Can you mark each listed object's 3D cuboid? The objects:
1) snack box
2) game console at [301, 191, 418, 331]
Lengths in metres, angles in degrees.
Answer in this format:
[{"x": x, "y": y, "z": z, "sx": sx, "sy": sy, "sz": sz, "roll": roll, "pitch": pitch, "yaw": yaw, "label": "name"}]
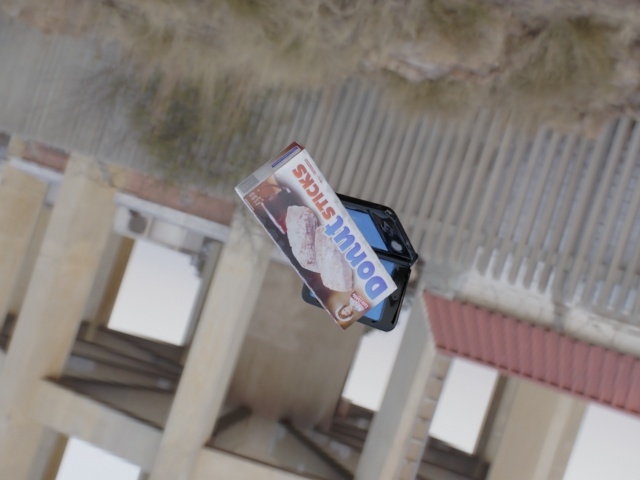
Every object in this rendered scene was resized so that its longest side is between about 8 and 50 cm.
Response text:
[{"x": 0.000, "y": 0.000, "z": 0.819, "sx": 0.178, "sy": 0.064, "sz": 0.022, "roll": 55, "pitch": 174, "yaw": -38, "label": "snack box"}, {"x": 0.022, "y": 0.015, "z": 0.915, "sx": 0.122, "sy": 0.071, "sz": 0.107, "roll": 17, "pitch": 150, "yaw": 40, "label": "game console"}]
